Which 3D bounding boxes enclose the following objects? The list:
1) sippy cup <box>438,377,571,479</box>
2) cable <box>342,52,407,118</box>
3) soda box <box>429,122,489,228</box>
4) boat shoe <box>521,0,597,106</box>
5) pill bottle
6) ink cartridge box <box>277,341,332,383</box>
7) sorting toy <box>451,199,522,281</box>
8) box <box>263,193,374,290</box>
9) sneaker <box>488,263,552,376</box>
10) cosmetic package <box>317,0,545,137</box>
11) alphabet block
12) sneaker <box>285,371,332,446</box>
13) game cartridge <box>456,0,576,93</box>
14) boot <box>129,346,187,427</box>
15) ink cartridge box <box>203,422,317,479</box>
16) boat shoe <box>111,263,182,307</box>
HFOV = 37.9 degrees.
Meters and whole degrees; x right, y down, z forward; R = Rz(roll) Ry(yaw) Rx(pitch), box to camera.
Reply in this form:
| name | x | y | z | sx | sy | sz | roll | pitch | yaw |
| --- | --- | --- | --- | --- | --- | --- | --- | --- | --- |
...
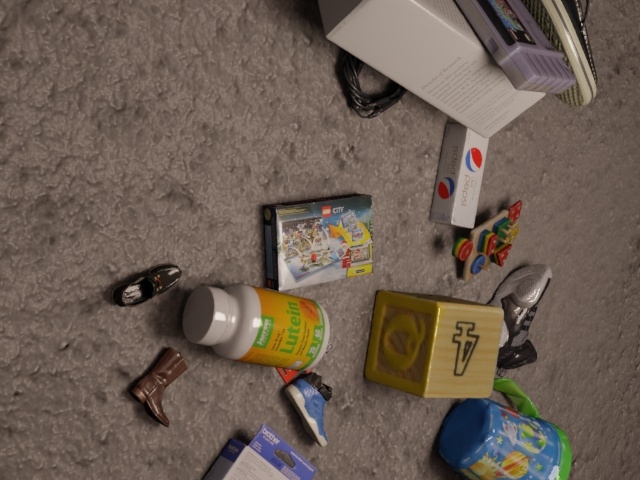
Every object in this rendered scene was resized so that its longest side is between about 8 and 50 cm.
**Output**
| name | x | y | z | sx | sy | sz | roll | pitch | yaw |
| --- | --- | --- | --- | --- | --- | --- | --- | --- | --- |
| sippy cup | 0.392 | 0.463 | 2.057 | 0.224 | 0.305 | 0.240 | 33 | 104 | -24 |
| cable | 0.115 | -0.335 | 1.844 | 0.184 | 0.047 | 0.150 | -36 | 110 | -29 |
| soda box | 0.298 | -0.138 | 1.989 | 0.074 | 0.069 | 0.216 | 10 | 91 | -38 |
| boat shoe | 0.468 | -0.512 | 1.885 | 0.156 | 0.187 | 0.500 | -27 | 102 | -12 |
| pill bottle | -0.116 | 0.152 | 1.667 | 0.246 | 0.136 | 0.136 | 16 | 86 | -38 |
| ink cartridge box | -0.033 | 0.221 | 1.808 | 0.115 | 0.029 | 0.062 | -44 | 120 | -25 |
| sorting toy | 0.381 | 0.014 | 2.049 | 0.274 | 0.046 | 0.132 | -30 | 137 | -39 |
| box | 0.000 | 0.000 | 1.794 | 0.233 | 0.044 | 0.159 | -9 | 101 | -36 |
| sneaker | 0.457 | 0.187 | 2.139 | 0.268 | 0.101 | 0.153 | -48 | 122 | -15 |
| cosmetic package | 0.207 | -0.401 | 1.764 | 0.453 | 0.161 | 0.230 | 25 | 41 | -37 |
| alphabet block | 0.233 | 0.211 | 1.911 | 0.197 | 0.192 | 0.193 | 8 | 90 | -37 |
| sneaker | -0.002 | 0.328 | 1.828 | 0.085 | 0.058 | 0.152 | -34 | 109 | -20 |
| game cartridge | 0.337 | -0.435 | 1.759 | 0.230 | 0.068 | 0.355 | -7 | 63 | -59 |
| boot | -0.265 | 0.256 | 1.635 | 0.114 | 0.037 | 0.106 | -49 | 124 | -27 |
| ink cartridge box | -0.154 | 0.507 | 1.734 | 0.186 | 0.065 | 0.311 | 47 | 71 | -32 |
| boat shoe | -0.289 | 0.078 | 1.587 | 0.133 | 0.042 | 0.048 | -25 | 108 | -34 |
